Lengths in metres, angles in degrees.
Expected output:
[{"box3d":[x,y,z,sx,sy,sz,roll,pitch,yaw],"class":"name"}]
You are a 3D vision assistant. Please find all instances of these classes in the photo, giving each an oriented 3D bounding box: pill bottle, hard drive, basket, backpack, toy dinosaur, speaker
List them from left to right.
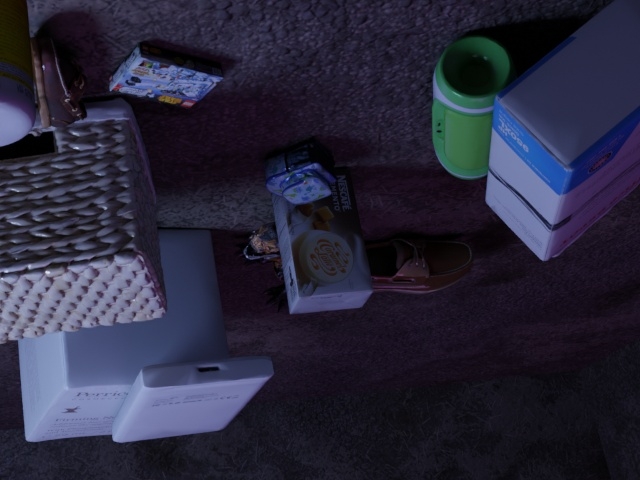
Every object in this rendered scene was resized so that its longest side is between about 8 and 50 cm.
[{"box3d":[-0.388,-0.221,1.121,0.117,0.215,0.117,-9,159,-4],"class":"pill bottle"},{"box3d":[-0.424,-0.017,1.562,0.328,0.266,0.331,-9,161,-6],"class":"basket"},{"box3d":[-0.247,0.299,1.847,0.233,0.047,0.353,-3,155,-22],"class":"hard drive"},{"box3d":[-0.039,-0.113,1.742,0.114,0.084,0.105,-15,156,20],"class":"backpack"},{"box3d":[-0.040,0.019,2.005,0.322,0.164,0.218,14,133,-40],"class":"toy dinosaur"},{"box3d":[0.244,-0.204,1.587,0.131,0.131,0.296,-11,159,2],"class":"speaker"}]

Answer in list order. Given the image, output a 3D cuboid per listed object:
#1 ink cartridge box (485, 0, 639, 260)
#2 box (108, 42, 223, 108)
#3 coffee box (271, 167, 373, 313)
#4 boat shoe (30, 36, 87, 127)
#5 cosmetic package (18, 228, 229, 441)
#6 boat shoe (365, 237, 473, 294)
[{"box3d":[0.421,-0.166,1.567,0.285,0.166,0.395,-39,160,-8],"class":"ink cartridge box"},{"box3d":[-0.222,-0.234,1.425,0.137,0.027,0.094,8,151,-39],"class":"box"},{"box3d":[0.000,0.000,1.821,0.141,0.246,0.098,-4,158,-14],"class":"coffee box"},{"box3d":[-0.355,-0.218,1.352,0.073,0.073,0.207,-7,166,-13],"class":"boat shoe"},{"box3d":[-0.415,0.196,2.018,0.329,0.327,0.394,1,155,-27],"class":"cosmetic package"},{"box3d":[0.185,0.054,2.227,0.324,0.122,0.120,-9,156,-5],"class":"boat shoe"}]
